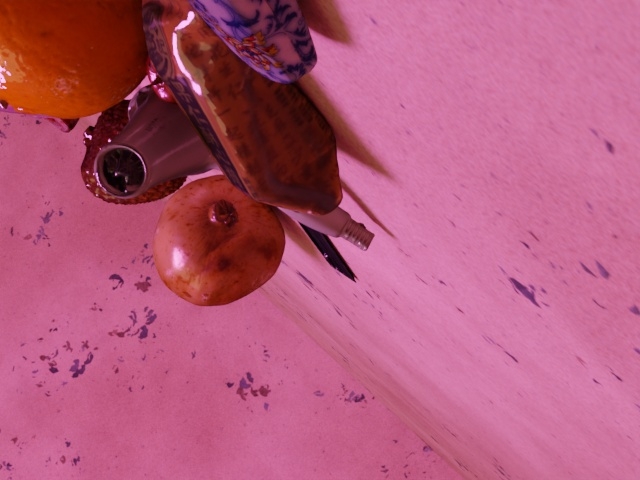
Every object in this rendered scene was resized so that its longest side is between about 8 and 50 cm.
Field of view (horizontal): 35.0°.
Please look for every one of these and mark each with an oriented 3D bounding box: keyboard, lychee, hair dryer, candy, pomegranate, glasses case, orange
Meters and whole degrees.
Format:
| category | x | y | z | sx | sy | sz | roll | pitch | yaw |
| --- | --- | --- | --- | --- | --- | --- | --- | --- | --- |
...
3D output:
| category | x | y | z | sx | sy | sz | roll | pitch | yaw |
| --- | --- | --- | --- | --- | --- | --- | --- | --- | --- |
| keyboard | 0.000 | 0.000 | 1.511 | 0.064 | 0.010 | 0.198 | 36 | 168 | 38 |
| lychee | -0.322 | -0.152 | 1.754 | 0.194 | 0.194 | 0.194 | 43 | 172 | 8 |
| hair dryer | -0.110 | -0.072 | 1.068 | 0.298 | 0.119 | 0.296 | 39 | -157 | 18 |
| candy | -0.083 | -0.140 | 0.935 | 0.143 | 0.101 | 0.271 | 31 | 161 | 52 |
| pomegranate | -0.161 | -0.001 | 1.638 | 0.215 | 0.215 | 0.215 | 43 | 172 | 8 |
| glasses case | -0.077 | -0.203 | 0.694 | 0.087 | 0.065 | 0.248 | 33 | 165 | 44 |
| orange | -0.279 | -0.227 | 1.061 | 0.219 | 0.193 | 0.219 | 35 | -154 | -21 |

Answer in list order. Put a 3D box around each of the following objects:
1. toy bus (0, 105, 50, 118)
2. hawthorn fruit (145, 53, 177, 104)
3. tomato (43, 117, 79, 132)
| category | x | y | z | sx | sy | sz | roll | pitch | yaw |
| --- | --- | --- | --- | --- | --- | --- | --- | --- | --- |
| toy bus | -0.433 | -0.289 | 1.532 | 0.232 | 0.197 | 0.294 | 21 | 168 | -2 |
| hawthorn fruit | -0.134 | -0.173 | 1.024 | 0.093 | 0.093 | 0.093 | 43 | 172 | 8 |
| tomato | -0.593 | -0.368 | 2.078 | 0.338 | 0.143 | 0.338 | 38 | 172 | 7 |
